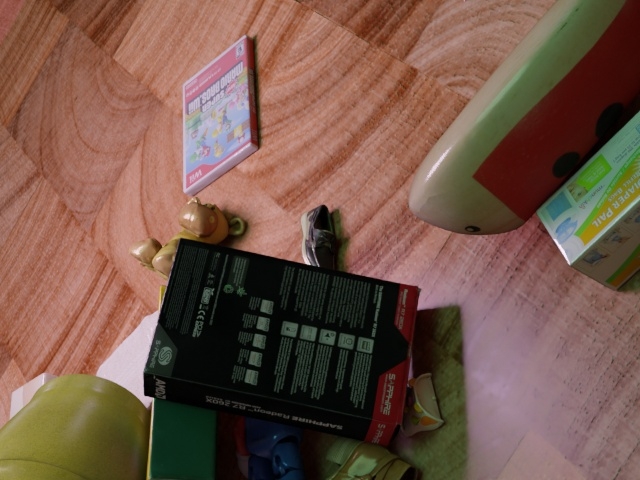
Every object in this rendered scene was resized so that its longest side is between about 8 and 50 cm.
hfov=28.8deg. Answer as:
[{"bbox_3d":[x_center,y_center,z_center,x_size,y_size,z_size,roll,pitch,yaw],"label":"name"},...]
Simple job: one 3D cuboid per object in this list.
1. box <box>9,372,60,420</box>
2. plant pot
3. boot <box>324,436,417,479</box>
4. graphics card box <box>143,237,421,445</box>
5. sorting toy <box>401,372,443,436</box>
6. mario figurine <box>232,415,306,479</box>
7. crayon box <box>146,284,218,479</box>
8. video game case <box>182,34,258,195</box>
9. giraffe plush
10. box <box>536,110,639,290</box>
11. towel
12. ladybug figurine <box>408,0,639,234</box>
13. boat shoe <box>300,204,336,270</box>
[{"bbox_3d":[-0.510,0.427,2.364,0.121,0.148,0.311,-31,49,36],"label":"box"},{"bbox_3d":[-0.435,0.425,2.108,0.366,0.366,0.353,-39,19,29],"label":"plant pot"},{"bbox_3d":[0.052,0.386,1.789,0.152,0.073,0.197,14,85,47],"label":"boot"},{"bbox_3d":[-0.054,0.146,1.812,0.094,0.371,0.233,105,176,-59],"label":"graphics card box"},{"bbox_3d":[0.136,0.244,1.803,0.075,0.045,0.083,-57,33,42],"label":"sorting toy"},{"bbox_3d":[-0.051,0.281,1.961,0.198,0.170,0.320,-10,67,5],"label":"mario figurine"},{"bbox_3d":[-0.214,0.292,1.970,0.363,0.106,0.313,103,169,-59],"label":"crayon box"},{"bbox_3d":[-0.204,-0.251,2.492,0.204,0.025,0.285,-32,48,35],"label":"video game case"},{"bbox_3d":[-0.231,0.004,2.296,0.170,0.181,0.210,-58,2,-9],"label":"giraffe plush"},{"bbox_3d":[0.399,-0.053,1.602,0.203,0.103,0.114,-47,40,21],"label":"box"},{"bbox_3d":[-0.323,0.244,2.328,0.282,0.049,0.187,-45,41,23],"label":"towel"},{"bbox_3d":[0.305,-0.177,1.680,0.162,0.305,0.449,41,104,6],"label":"ladybug figurine"},{"bbox_3d":[0.000,0.000,2.081,0.049,0.056,0.152,-44,41,31],"label":"boat shoe"}]
